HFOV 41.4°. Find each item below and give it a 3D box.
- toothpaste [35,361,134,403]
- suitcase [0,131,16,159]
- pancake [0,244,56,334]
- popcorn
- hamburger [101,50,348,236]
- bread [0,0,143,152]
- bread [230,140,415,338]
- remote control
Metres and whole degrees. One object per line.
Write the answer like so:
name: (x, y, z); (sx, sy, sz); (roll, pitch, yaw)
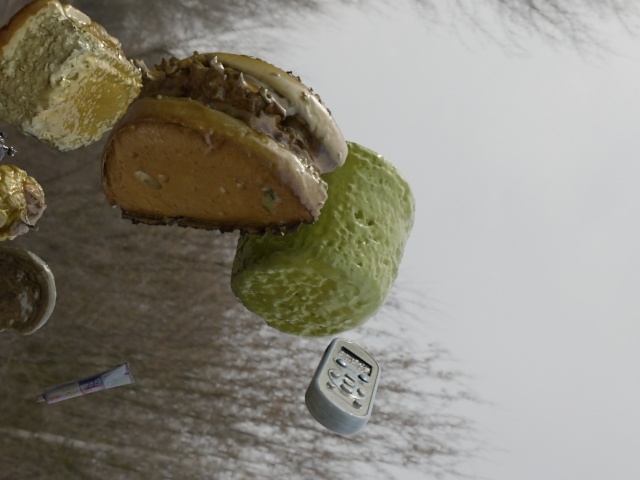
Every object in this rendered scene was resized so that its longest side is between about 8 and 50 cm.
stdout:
toothpaste: (-0.415, 0.255, 1.486); (0.028, 0.169, 0.045); (-121, -162, -65)
suitcase: (-0.574, -0.148, 1.374); (0.086, 0.126, 0.059); (-50, -120, 18)
pancake: (-0.719, 0.117, 1.910); (0.042, 0.236, 0.223); (-78, -173, -79)
popcorn: (-0.635, -0.073, 1.664); (0.140, 0.163, 0.194); (-39, -158, 15)
hamburger: (-0.182, -0.192, 1.415); (0.445, 0.287, 0.268); (7, -131, 30)
bread: (-0.331, -0.207, 1.084); (0.174, 0.121, 0.245); (-55, 169, 6)
bread: (0.000, 0.000, 1.614); (0.348, 0.348, 0.308); (-49, -161, 48)
remote control: (0.031, 0.193, 1.135); (0.047, 0.087, 0.244); (-59, 178, 14)
